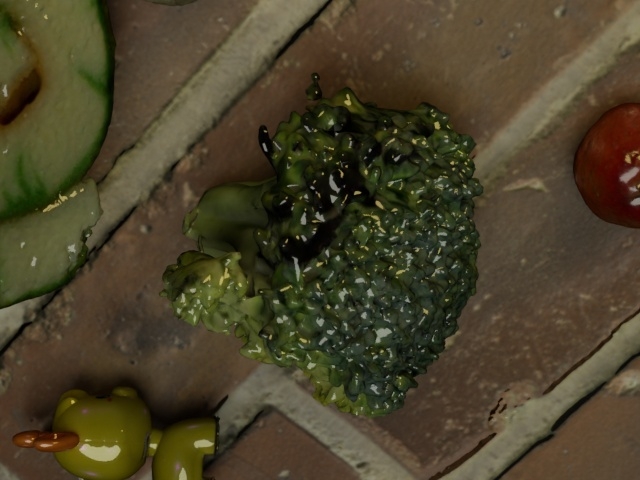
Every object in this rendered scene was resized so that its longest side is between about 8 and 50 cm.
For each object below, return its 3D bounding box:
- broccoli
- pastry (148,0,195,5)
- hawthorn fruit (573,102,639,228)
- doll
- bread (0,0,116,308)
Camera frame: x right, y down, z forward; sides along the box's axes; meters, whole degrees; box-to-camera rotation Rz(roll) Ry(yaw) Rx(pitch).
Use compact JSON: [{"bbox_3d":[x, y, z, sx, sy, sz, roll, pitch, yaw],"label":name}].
[{"bbox_3d":[0.006,-0.002,1.451,0.281,0.348,0.293,14,74,27],"label":"broccoli"},{"bbox_3d":[-0.140,-0.290,1.383,0.166,0.088,0.165,0,114,0],"label":"pastry"},{"bbox_3d":[0.313,-0.071,1.462,0.125,0.140,0.125,1,83,-12],"label":"hawthorn fruit"},{"bbox_3d":[-0.215,0.222,1.602,0.221,0.143,0.135,7,86,-9],"label":"doll"},{"bbox_3d":[-0.329,-0.112,1.355,0.366,0.129,0.382,-50,126,-14],"label":"bread"}]
